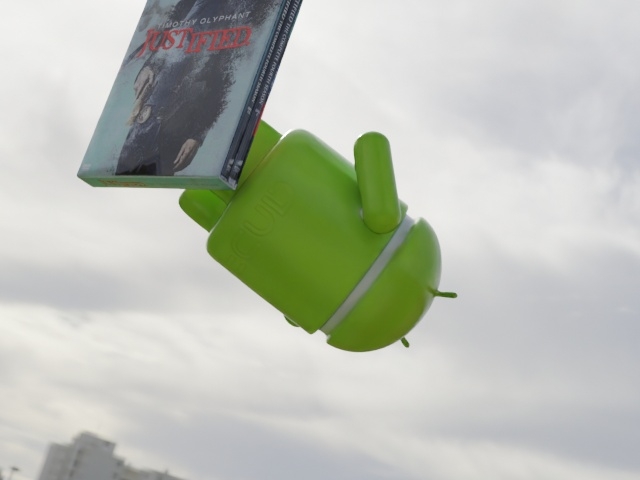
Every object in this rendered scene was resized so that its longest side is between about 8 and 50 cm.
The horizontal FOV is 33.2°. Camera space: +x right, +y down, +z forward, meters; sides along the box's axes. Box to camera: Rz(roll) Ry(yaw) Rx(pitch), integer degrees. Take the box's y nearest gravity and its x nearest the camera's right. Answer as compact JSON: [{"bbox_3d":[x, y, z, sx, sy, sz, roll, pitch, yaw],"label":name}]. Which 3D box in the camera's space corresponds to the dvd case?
[{"bbox_3d":[-0.049,-0.076,0.437,0.087,0.119,0.013,4,-23,40],"label":"dvd case"}]

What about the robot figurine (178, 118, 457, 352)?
[{"bbox_3d":[0.000,0.000,0.441,0.115,0.067,0.101,37,-38,0],"label":"robot figurine"}]
